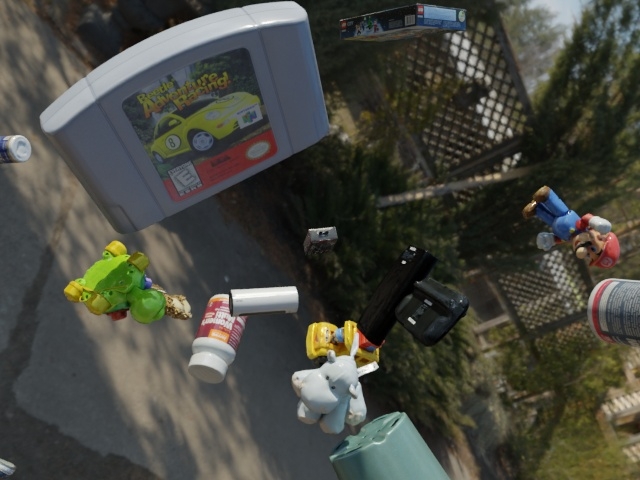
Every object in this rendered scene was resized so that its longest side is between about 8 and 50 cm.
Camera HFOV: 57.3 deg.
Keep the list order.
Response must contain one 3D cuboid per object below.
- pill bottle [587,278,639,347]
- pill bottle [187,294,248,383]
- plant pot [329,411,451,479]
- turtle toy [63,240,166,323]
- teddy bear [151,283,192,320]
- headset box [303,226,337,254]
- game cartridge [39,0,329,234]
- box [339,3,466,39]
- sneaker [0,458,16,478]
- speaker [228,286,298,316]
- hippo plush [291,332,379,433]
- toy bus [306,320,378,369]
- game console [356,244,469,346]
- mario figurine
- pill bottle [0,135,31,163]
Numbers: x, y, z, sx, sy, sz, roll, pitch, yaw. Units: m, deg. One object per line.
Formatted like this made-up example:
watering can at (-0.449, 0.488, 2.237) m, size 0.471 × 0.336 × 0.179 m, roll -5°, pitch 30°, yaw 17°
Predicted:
pill bottle at (0.516, 0.116, 0.895) m, size 0.108 × 0.108 × 0.180 m, roll 61°, pitch -22°, yaw -12°
pill bottle at (-0.279, 0.267, 1.601) m, size 0.121 × 0.121 × 0.221 m, roll 52°, pitch 37°, yaw -36°
plant pot at (0.210, 0.690, 1.640) m, size 0.334 × 0.341 × 0.341 m, roll 60°, pitch 16°, yaw 7°
turtle toy at (-0.246, 0.063, 0.728) m, size 0.095 × 0.130 × 0.066 m, roll -51°, pitch 141°, yaw -26°
teddy bear at (-0.586, 0.196, 1.937) m, size 0.337 × 0.113 × 0.245 m, roll 22°, pitch -3°, yaw -12°
headset box at (0.000, 0.000, 1.315) m, size 0.083 × 0.062 × 0.032 m, roll 111°, pitch -31°, yaw -61°
game cartridge at (-0.134, -0.137, 0.647) m, size 0.060 × 0.294 × 0.196 m, roll 54°, pitch -12°, yaw 39°
box at (0.177, -0.475, 1.292) m, size 0.159 × 0.233 × 0.044 m, roll -13°, pitch 106°, yaw -38°
sneaker at (-0.764, 0.538, 1.261) m, size 0.086 × 0.226 × 0.163 m, roll 51°, pitch 45°, yaw -39°
speaker at (-0.114, 0.123, 1.184) m, size 0.055 × 0.136 × 0.055 m, roll 178°, pitch -90°, yaw -72°
hippo plush at (0.058, 0.438, 1.703) m, size 0.234 × 0.294 × 0.236 m, roll 58°, pitch -8°, yaw 9°
toy bus at (0.094, 0.331, 1.901) m, size 0.220 × 0.211 × 0.150 m, roll 27°, pitch 47°, yaw -28°
game console at (0.169, 0.124, 1.107) m, size 0.044 × 0.213 × 0.361 m, roll 34°, pitch 1°, yaw -11°
mario figurine at (0.788, -0.023, 1.850) m, size 0.320 × 0.170 × 0.198 m, roll 42°, pitch 4°, yaw 21°
pill bottle at (-0.787, -0.224, 1.450) m, size 0.067 × 0.120 × 0.067 m, roll 0°, pitch 90°, yaw -73°
